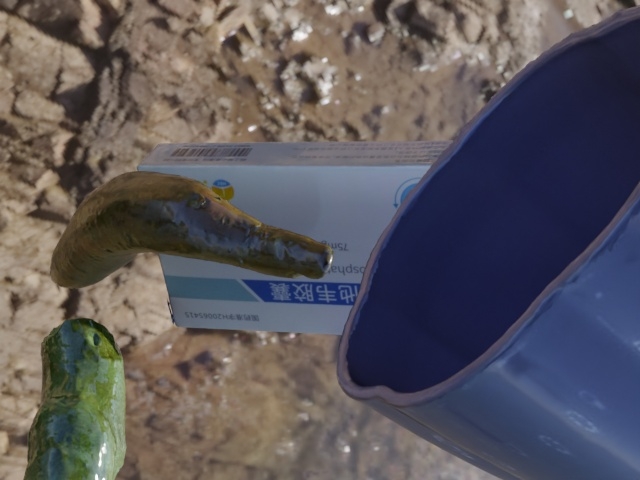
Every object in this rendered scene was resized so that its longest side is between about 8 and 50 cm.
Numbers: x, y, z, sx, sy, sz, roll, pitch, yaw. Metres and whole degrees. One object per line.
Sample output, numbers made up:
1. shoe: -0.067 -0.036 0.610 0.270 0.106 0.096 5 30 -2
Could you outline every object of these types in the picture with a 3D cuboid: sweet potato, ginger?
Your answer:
1. sweet potato: -0.141 -0.011 0.907 0.108 0.346 0.079 58 47 -34
2. ginger: -0.210 0.200 0.879 0.089 0.137 0.290 10 47 -17

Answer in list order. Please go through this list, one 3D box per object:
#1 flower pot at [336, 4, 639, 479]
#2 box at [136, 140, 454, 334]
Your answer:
1. flower pot: 0.179 0.044 0.581 0.243 0.265 0.265 37 52 -17
2. box: 0.000 0.000 1.031 0.065 0.343 0.200 -63 149 -55
